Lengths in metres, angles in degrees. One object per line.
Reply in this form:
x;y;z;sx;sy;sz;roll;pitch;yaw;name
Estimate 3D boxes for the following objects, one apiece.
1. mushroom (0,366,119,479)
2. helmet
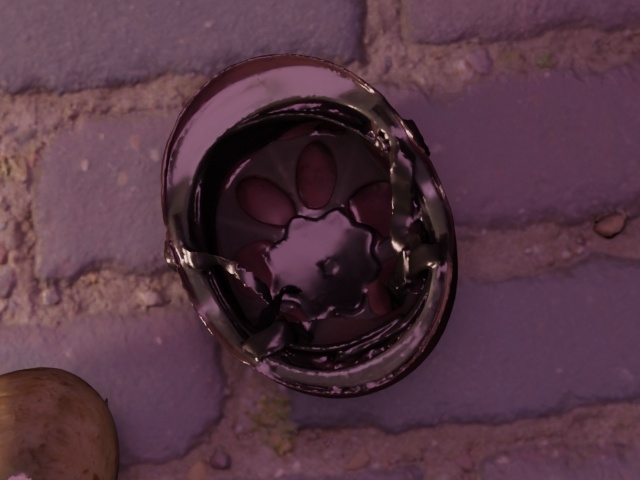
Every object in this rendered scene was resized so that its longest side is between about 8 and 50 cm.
-0.295;0.240;1.852;0.195;0.189;0.253;7;77;-2;mushroom
0.000;0.000;1.895;0.271;0.197;0.338;-30;74;2;helmet
